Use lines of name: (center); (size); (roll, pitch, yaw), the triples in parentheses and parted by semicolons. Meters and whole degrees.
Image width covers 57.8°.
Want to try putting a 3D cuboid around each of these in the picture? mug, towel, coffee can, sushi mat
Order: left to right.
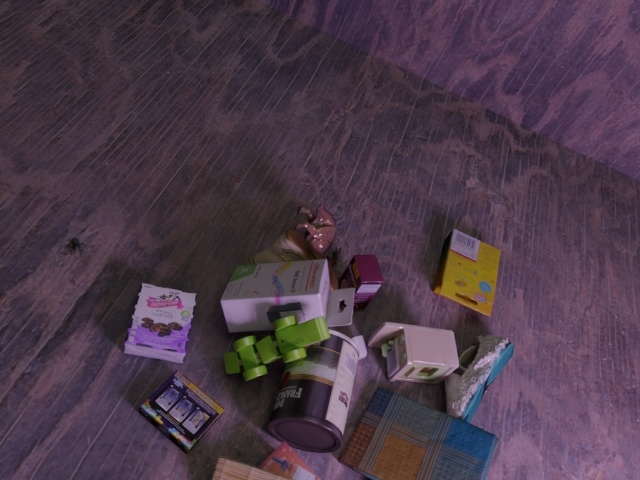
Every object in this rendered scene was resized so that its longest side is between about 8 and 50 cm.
sushi mat: (-0.118, 0.635, 1.385); (0.317, 0.019, 0.151); (13, 86, 13)
coffee can: (-0.013, 0.408, 1.588); (0.202, 0.201, 0.275); (21, 49, -5)
mug: (0.107, 0.338, 1.791); (0.062, 0.078, 0.064); (9, 54, -57)
towel: (0.271, 0.574, 1.585); (0.370, 0.040, 0.271); (17, 47, 25)

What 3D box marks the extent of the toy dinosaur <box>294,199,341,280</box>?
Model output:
toy dinosaur: (0.000, 0.000, 1.894); (0.201, 0.295, 0.127); (16, 21, -11)

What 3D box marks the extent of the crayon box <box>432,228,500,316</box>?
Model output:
crayon box: (0.525, 0.126, 2.087); (0.202, 0.081, 0.318); (25, 49, -1)

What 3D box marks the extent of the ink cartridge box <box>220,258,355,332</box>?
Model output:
ink cartridge box: (-0.085, 0.154, 1.673); (0.354, 0.119, 0.207); (-5, 27, 9)

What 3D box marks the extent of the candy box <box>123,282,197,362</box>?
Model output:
candy box: (-0.449, 0.231, 1.639); (0.165, 0.070, 0.196); (12, 52, -12)

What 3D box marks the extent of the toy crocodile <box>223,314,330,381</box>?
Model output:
toy crocodile: (-0.125, 0.291, 1.571); (0.105, 0.341, 0.115); (15, 50, -65)

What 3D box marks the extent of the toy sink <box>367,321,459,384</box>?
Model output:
toy sink: (0.278, 0.352, 1.775); (0.234, 0.152, 0.131); (10, 52, -15)

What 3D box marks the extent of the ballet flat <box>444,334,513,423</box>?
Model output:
ballet flat: (0.470, 0.437, 1.822); (0.147, 0.147, 0.409); (42, 48, 12)

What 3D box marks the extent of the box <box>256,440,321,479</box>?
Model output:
box: (-0.086, 0.625, 1.467); (0.170, 0.091, 0.130); (43, 52, 12)

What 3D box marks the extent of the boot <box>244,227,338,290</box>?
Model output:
boot: (-0.088, 0.104, 1.819); (0.262, 0.203, 0.095); (46, 26, -25)

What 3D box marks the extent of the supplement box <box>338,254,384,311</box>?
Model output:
supplement box: (0.123, 0.138, 1.852); (0.081, 0.188, 0.104); (0, 55, -20)

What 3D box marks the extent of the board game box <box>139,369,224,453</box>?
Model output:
board game box: (-0.364, 0.447, 1.524); (0.170, 0.048, 0.141); (38, 48, 10)
